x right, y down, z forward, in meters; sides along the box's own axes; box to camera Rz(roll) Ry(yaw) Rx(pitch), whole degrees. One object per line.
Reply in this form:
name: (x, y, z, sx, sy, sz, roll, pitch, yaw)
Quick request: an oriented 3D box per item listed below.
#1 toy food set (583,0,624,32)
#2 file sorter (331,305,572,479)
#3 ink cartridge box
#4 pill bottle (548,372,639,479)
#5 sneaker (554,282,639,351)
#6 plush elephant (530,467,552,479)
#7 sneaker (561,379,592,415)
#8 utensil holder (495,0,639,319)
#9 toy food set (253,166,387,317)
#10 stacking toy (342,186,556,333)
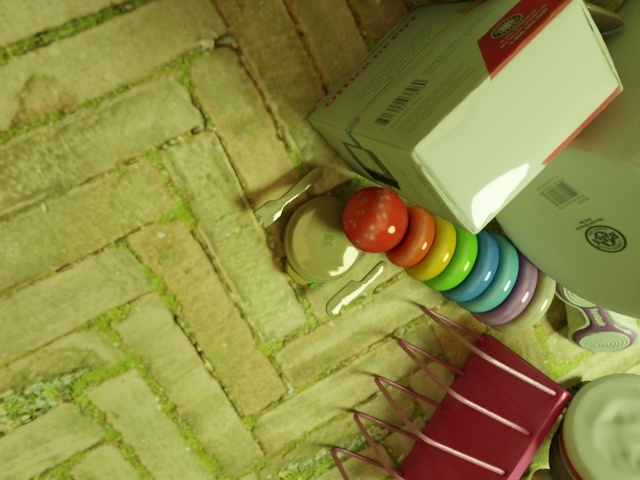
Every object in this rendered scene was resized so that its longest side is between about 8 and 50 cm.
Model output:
toy food set: (0.248, -0.404, 0.747, 0.219, 0.092, 0.307, 8, 68, -22)
file sorter: (0.176, 0.273, 0.934, 0.182, 0.202, 0.291, 29, 95, -23)
ink cartridge box: (0.145, -0.161, 0.731, 0.226, 0.306, 0.131, -45, 115, -2)
pill bottle: (0.446, 0.332, 0.951, 0.176, 0.176, 0.319, -34, 149, -7)
sneaker: (0.455, 0.077, 1.019, 0.305, 0.114, 0.152, 55, 41, -43)
plush elephant: (0.290, 0.534, 1.017, 0.329, 0.272, 0.255, -29, 142, 16)
sneaker: (0.465, 0.285, 1.124, 0.178, 0.072, 0.077, 23, 83, -30)
utensil holder: (0.448, -0.134, 0.792, 0.385, 0.327, 0.328, -47, 116, -16)
toy food set: (0.000, 0.000, 0.882, 0.132, 0.038, 0.192, -39, 110, -13)
stacking toy: (0.175, 0.019, 0.884, 0.330, 0.141, 0.141, 24, 97, -26)
